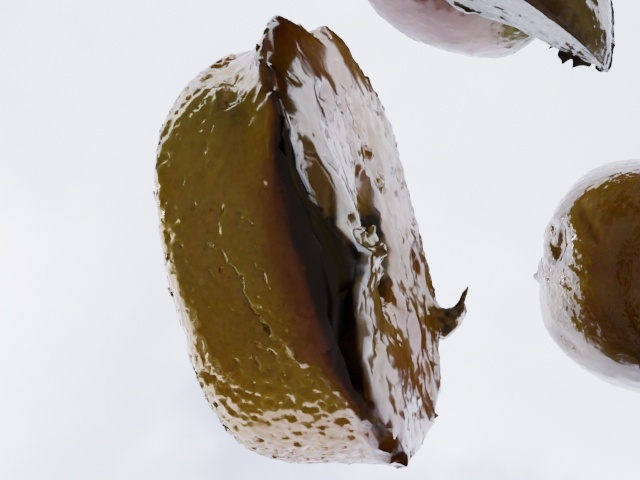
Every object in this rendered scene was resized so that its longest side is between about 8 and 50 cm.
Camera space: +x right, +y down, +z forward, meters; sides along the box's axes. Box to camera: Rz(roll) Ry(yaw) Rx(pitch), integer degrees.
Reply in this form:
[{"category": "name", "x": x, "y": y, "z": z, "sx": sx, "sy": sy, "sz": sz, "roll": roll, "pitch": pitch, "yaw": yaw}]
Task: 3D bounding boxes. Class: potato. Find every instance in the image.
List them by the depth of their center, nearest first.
[{"category": "potato", "x": 0.097, "y": -0.174, "z": 0.597, "sx": 0.172, "sy": 0.089, "sz": 0.100, "roll": 33, "pitch": -93, "yaw": 20}]

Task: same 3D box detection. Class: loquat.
[{"category": "loquat", "x": 0.390, "y": 0.041, "z": 1.275, "sx": 0.284, "sy": 0.276, "sz": 0.276, "roll": 3, "pitch": -114, "yaw": 6}]

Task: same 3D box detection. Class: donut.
[{"category": "donut", "x": 0.001, "y": 0.002, "z": 0.616, "sx": 0.118, "sy": 0.253, "sz": 0.253, "roll": -9, "pitch": -116, "yaw": 18}]

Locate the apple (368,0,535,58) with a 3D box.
[{"category": "apple", "x": 0.146, "y": -0.340, "z": 1.075, "sx": 0.254, "sy": 0.179, "sz": 0.346, "roll": 5, "pitch": -71, "yaw": 14}]
